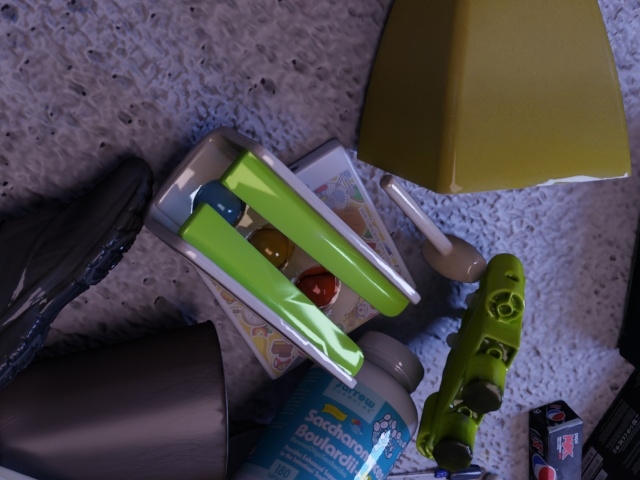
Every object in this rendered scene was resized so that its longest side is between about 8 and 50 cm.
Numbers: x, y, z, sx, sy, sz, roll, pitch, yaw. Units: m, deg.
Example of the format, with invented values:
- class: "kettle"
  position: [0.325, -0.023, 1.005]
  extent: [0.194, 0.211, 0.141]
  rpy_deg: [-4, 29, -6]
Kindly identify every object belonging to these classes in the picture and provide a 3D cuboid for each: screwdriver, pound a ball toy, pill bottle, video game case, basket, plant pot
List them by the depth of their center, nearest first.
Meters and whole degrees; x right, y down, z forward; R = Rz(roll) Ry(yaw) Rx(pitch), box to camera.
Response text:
- class: "plant pot"
  position: [0.170, -0.165, 0.971]
  extent: [0.212, 0.212, 0.187]
  rpy_deg: [-7, 107, -19]
- class: "pound a ball toy"
  position: [0.000, 0.000, 1.001]
  extent: [0.319, 0.136, 0.208]
  rpy_deg: [42, 83, -35]
- class: "basket"
  position: [-0.225, 0.191, 1.025]
  extent: [0.227, 0.154, 0.204]
  rpy_deg: [-5, 120, -16]
- class: "video game case"
  position: [-0.019, 0.028, 1.092]
  extent: [0.206, 0.026, 0.227]
  rpy_deg: [-32, 124, -4]
- class: "pill bottle"
  position: [0.015, 0.231, 1.104]
  extent: [0.264, 0.146, 0.146]
  rpy_deg: [-53, 129, -27]
- class: "screwdriver"
  position: [0.145, 0.323, 1.321]
  extent: [0.170, 0.025, 0.024]
  rpy_deg: [-1, 117, -23]

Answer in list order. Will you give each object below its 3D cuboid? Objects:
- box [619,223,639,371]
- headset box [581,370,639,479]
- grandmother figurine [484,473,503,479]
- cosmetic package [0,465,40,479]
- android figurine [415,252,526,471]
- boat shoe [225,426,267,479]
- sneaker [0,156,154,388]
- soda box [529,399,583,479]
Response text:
- class: "box"
  position: [0.631, 0.041, 1.260]
  extent: [0.396, 0.212, 0.293]
  rpy_deg: [-10, 119, -17]
- class: "headset box"
  position: [0.555, 0.317, 1.424]
  extent: [0.283, 0.131, 0.246]
  rpy_deg: [20, 108, -31]
- class: "grandmother figurine"
  position: [0.233, 0.437, 1.369]
  extent: [0.343, 0.104, 0.207]
  rpy_deg: [21, 89, -30]
- class: "cosmetic package"
  position: [-0.340, 0.289, 0.919]
  extent: [0.160, 0.113, 0.309]
  rpy_deg: [-24, 137, 31]
- class: "android figurine"
  position: [0.176, 0.130, 1.095]
  extent: [0.056, 0.273, 0.248]
  rpy_deg: [21, 121, 2]
- class: "boat shoe"
  position: [-0.105, 0.280, 1.173]
  extent: [0.226, 0.083, 0.075]
  rpy_deg: [3, 143, -25]
- class: "sneaker"
  position: [-0.279, 0.016, 0.929]
  extent: [0.130, 0.109, 0.286]
  rpy_deg: [41, 77, 3]
- class: "soda box"
  position: [0.336, 0.315, 1.378]
  extent: [0.060, 0.053, 0.168]
  rpy_deg: [-16, 121, -14]
